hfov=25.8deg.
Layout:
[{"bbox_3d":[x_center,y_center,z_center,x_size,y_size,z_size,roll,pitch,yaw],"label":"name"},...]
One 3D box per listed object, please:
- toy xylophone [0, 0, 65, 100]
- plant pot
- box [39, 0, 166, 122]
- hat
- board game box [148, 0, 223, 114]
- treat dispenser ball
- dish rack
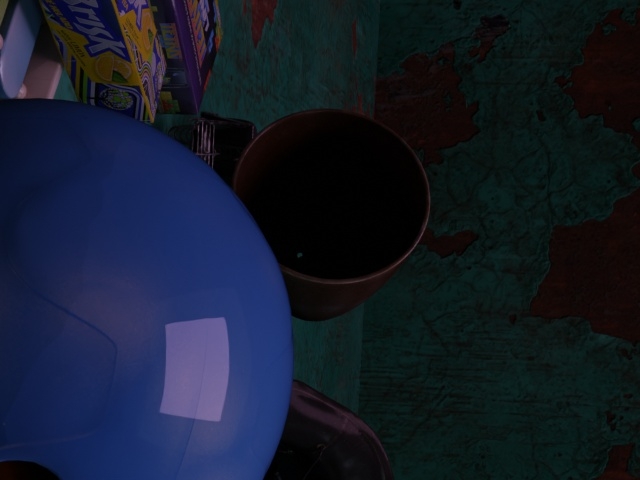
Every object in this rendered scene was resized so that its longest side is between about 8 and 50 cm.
[{"bbox_3d":[-0.233,-0.230,0.872,0.322,0.081,0.236,74,20,-63],"label":"toy xylophone"},{"bbox_3d":[0.000,0.000,1.603,0.230,0.215,0.215,103,-5,-63],"label":"plant pot"},{"bbox_3d":[-0.152,-0.156,0.962,0.169,0.054,0.059,78,17,-55],"label":"box"},{"bbox_3d":[-0.088,0.290,1.569,0.134,0.331,0.331,23,-63,56],"label":"hat"},{"bbox_3d":[-0.148,-0.240,1.465,0.170,0.048,0.141,82,13,-47],"label":"board game box"},{"bbox_3d":[-0.157,0.065,0.781,0.288,0.288,0.288,3,90,-80],"label":"treat dispenser ball"},{"bbox_3d":[-0.129,-0.043,1.573,0.271,0.074,0.208,-17,109,-78],"label":"dish rack"}]
